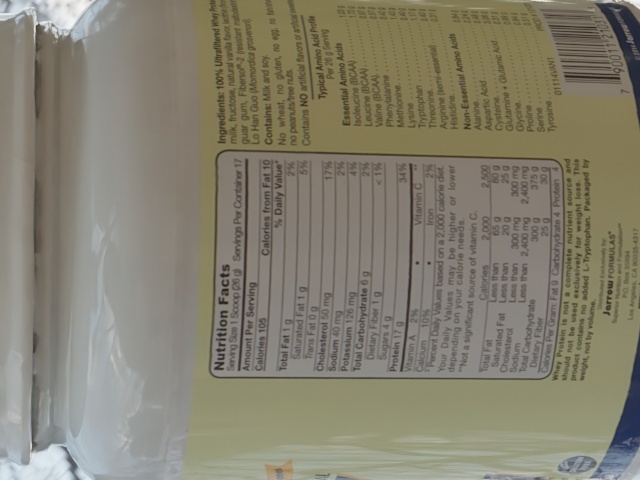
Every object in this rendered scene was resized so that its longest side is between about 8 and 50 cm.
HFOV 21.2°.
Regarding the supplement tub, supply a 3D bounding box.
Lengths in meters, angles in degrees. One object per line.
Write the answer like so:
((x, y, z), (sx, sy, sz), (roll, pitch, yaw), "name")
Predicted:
((0.000, 0.000, 0.786), (0.324, 0.235, 0.235), (1, -118, -9), "supplement tub")
